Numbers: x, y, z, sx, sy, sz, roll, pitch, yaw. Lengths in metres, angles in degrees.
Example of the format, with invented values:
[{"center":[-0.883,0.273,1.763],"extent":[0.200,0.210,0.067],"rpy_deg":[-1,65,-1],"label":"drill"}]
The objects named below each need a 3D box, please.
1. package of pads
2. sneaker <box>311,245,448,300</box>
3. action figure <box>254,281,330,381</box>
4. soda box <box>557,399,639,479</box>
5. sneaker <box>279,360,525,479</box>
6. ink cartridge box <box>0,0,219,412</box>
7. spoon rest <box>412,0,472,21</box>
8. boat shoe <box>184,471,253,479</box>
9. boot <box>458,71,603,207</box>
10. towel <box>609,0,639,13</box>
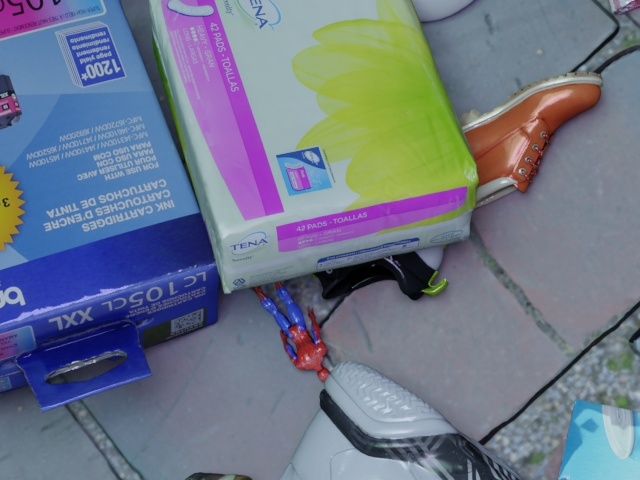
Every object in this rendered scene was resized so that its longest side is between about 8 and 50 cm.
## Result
[{"center":[-0.006,-0.112,1.447],"extent":[0.229,0.101,0.296],"rpy_deg":[-13,54,-9],"label":"package of pads"},{"center":[0.000,0.000,1.489],"extent":[0.235,0.084,0.097],"rpy_deg":[10,78,20],"label":"sneaker"},{"center":[-0.023,0.076,1.503],"extent":[0.038,0.030,0.115],"rpy_deg":[-34,71,11],"label":"action figure"},{"center":[0.300,0.184,1.347],"extent":[0.210,0.067,0.071],"rpy_deg":[10,77,19],"label":"soda box"},{"center":[0.099,0.270,1.351],"extent":[0.366,0.137,0.210],"rpy_deg":[35,87,29],"label":"sneaker"},{"center":[-0.255,-0.028,1.501],"extent":[0.270,0.151,0.395],"rpy_deg":[-18,69,-12],"label":"ink cartridge box"},{"center":[0.148,-0.317,1.554],"extent":[0.276,0.084,0.137],"rpy_deg":[-46,64,14],"label":"spoon rest"},{"center":[-0.134,0.281,1.423],"extent":[0.073,0.080,0.223],"rpy_deg":[6,43,38],"label":"boat shoe"},{"center":[0.182,-0.087,1.477],"extent":[0.158,0.059,0.084],"rpy_deg":[-27,70,17],"label":"boot"},{"center":[0.337,-0.291,1.502],"extent":[0.197,0.029,0.144],"rpy_deg":[-14,69,13],"label":"towel"}]
